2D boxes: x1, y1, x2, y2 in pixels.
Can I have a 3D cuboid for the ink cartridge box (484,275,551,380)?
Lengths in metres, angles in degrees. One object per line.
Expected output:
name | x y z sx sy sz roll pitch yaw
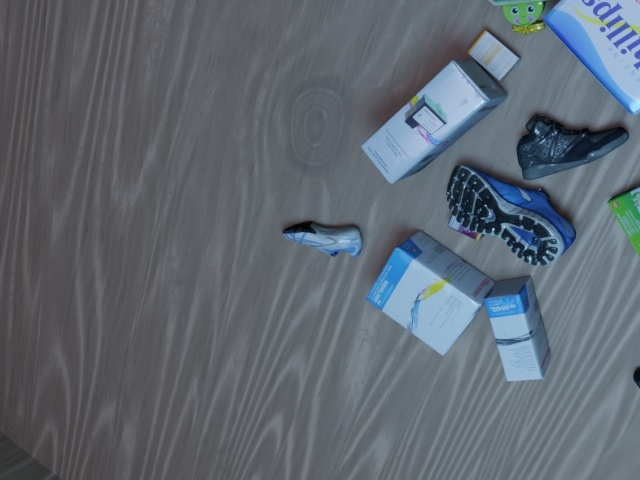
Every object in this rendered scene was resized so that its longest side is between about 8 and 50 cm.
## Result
ink cartridge box | 0.458 0.202 1.493 0.086 0.148 0.203 -12 97 29

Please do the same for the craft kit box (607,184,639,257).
craft kit box | 0.753 -0.027 1.296 0.246 0.061 0.250 -31 88 42

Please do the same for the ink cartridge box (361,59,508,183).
ink cartridge box | 0.255 -0.266 1.442 0.278 0.201 0.117 -41 83 30

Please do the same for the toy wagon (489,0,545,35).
toy wagon | 0.400 -0.572 1.288 0.267 0.068 0.344 6 128 31

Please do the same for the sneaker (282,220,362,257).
sneaker | 0.000 0.000 1.725 0.237 0.085 0.086 8 115 30

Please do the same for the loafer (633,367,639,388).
loafer | 0.777 0.297 1.408 0.170 0.062 0.061 -19 116 34

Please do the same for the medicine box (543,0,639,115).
medicine box | 0.629 -0.431 1.226 0.263 0.149 0.289 50 120 8

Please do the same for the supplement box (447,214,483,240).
supplement box | 0.352 -0.039 1.538 0.083 0.055 0.043 28 116 20

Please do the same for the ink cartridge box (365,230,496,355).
ink cartridge box | 0.268 0.123 1.561 0.232 0.171 0.168 36 118 16

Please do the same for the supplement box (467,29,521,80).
supplement box | 0.384 -0.408 1.430 0.098 0.036 0.062 46 119 10

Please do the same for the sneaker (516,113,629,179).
sneaker | 0.523 -0.220 1.377 0.227 0.087 0.130 -16 102 36

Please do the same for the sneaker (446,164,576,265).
sneaker | 0.424 -0.066 1.459 0.330 0.147 0.130 43 133 33
